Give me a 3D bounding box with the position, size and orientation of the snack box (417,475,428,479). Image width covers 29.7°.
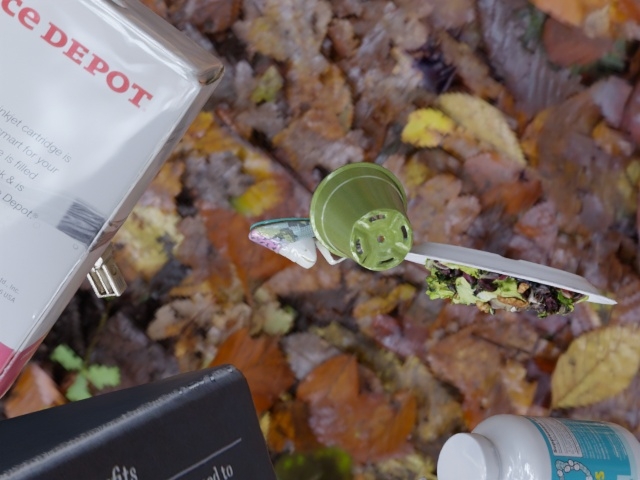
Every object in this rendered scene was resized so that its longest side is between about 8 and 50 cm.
[{"bbox_3d":[0.163,0.353,1.484,0.022,0.178,0.064,-40,108,1],"label":"snack box"}]

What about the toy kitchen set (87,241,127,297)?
[{"bbox_3d":[-0.240,0.041,1.297,0.068,0.083,0.075,-8,118,28],"label":"toy kitchen set"}]

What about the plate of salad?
[{"bbox_3d":[0.150,0.040,1.025,0.199,0.200,0.048,13,88,15],"label":"plate of salad"}]

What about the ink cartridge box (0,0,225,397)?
[{"bbox_3d":[-0.225,-0.058,0.803,0.207,0.117,0.283,36,103,-4],"label":"ink cartridge box"}]

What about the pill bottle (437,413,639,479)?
[{"bbox_3d":[0.279,0.297,1.534,0.264,0.146,0.146,9,127,-32],"label":"pill bottle"}]

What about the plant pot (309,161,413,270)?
[{"bbox_3d":[0.039,-0.012,0.964,0.083,0.079,0.083,-4,110,-10],"label":"plant pot"}]

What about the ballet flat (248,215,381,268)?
[{"bbox_3d":[0.000,0.000,1.853,0.077,0.221,0.079,-36,65,59],"label":"ballet flat"}]

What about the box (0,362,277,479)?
[{"bbox_3d":[-0.147,0.291,0.542,0.293,0.212,0.396,-17,90,27],"label":"box"}]
